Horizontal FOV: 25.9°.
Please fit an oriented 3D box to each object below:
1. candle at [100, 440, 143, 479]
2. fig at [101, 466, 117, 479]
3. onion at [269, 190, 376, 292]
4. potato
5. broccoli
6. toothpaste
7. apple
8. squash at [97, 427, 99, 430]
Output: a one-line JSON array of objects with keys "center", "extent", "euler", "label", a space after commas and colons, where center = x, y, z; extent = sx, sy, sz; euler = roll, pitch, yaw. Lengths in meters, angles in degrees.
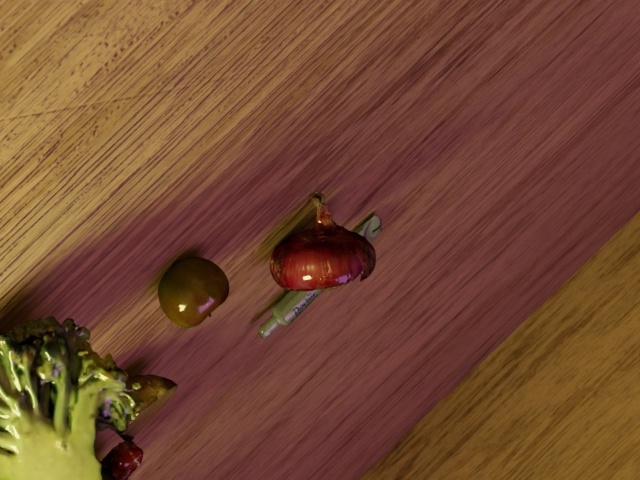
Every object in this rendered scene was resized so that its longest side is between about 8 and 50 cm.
[{"center": [-0.286, 0.320, 1.944], "extent": [0.051, 0.048, 0.329], "euler": [-57, -176, -22], "label": "candle"}, {"center": [-0.342, 0.338, 1.752], "extent": [0.203, 0.203, 0.235], "euler": [-36, 153, -23], "label": "fig"}, {"center": [0.000, 0.000, 1.895], "extent": [0.150, 0.140, 0.150], "euler": [-11, -168, 2], "label": "onion"}, {"center": [-0.248, 0.213, 1.871], "extent": [0.103, 0.066, 0.096], "euler": [-43, 171, -13], "label": "potato"}, {"center": [-0.306, 0.210, 1.498], "extent": [0.242, 0.273, 0.180], "euler": [-40, -165, -8], "label": "broccoli"}, {"center": [0.001, 0.057, 2.108], "extent": [0.255, 0.037, 0.067], "euler": [-43, 157, -13], "label": "toothpaste"}, {"center": [-0.156, 0.064, 1.716], "extent": [0.089, 0.074, 0.089], "euler": [-40, 164, -13], "label": "apple"}, {"center": [-0.334, 0.233, 1.720], "extent": [0.239, 0.069, 0.069], "euler": [-29, 157, -44], "label": "squash"}]
